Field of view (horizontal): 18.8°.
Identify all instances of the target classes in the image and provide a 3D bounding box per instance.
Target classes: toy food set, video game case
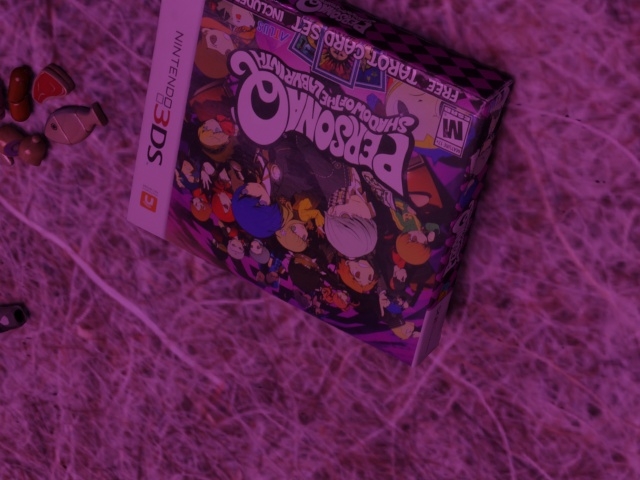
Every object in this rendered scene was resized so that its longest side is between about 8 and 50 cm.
[{"bbox_3d":[-0.213,-0.091,1.386,0.122,0.019,0.078,-25,105,45],"label":"toy food set"},{"bbox_3d":[-0.009,-0.055,1.232,0.232,0.042,0.210,27,128,18],"label":"video game case"}]

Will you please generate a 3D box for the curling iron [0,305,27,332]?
[{"bbox_3d":[-0.334,0.089,1.605,0.274,0.035,0.068,-22,127,39],"label":"curling iron"}]
